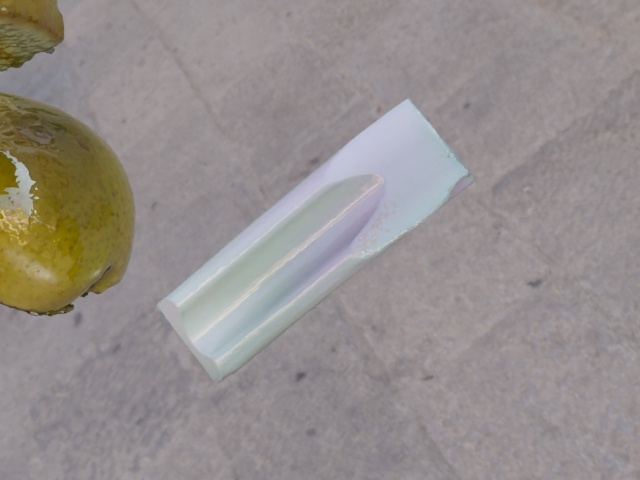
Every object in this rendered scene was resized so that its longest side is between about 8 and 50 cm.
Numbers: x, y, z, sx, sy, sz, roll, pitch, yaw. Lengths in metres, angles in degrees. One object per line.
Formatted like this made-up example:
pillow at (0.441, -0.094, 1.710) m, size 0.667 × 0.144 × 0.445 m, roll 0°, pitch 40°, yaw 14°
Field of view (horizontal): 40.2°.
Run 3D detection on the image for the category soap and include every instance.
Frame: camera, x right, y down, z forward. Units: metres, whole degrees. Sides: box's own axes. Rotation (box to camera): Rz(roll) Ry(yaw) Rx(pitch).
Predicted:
soap at (0.000, 0.000, 0.967) m, size 0.347 × 0.115 × 0.208 m, roll -39°, pitch -2°, yaw 10°

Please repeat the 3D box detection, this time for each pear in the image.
pear at (-0.430, -0.096, 1.277) m, size 0.386 × 0.340 × 0.191 m, roll 41°, pitch 125°, yaw 12°

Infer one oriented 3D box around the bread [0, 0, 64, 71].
bread at (-0.488, -0.292, 0.918) m, size 0.395 × 0.264 × 0.239 m, roll -9°, pitch 83°, yaw 23°
